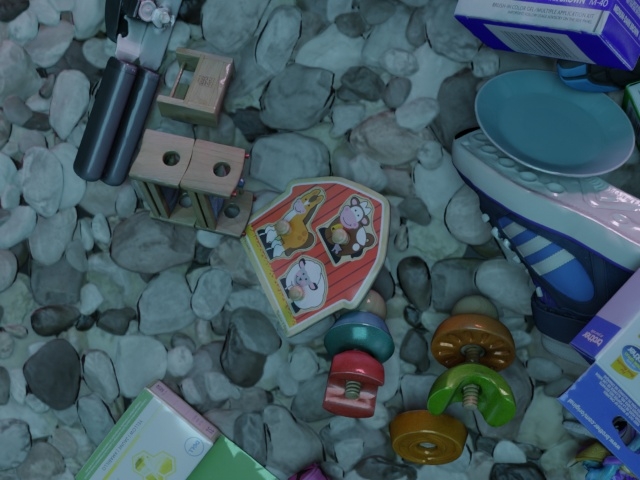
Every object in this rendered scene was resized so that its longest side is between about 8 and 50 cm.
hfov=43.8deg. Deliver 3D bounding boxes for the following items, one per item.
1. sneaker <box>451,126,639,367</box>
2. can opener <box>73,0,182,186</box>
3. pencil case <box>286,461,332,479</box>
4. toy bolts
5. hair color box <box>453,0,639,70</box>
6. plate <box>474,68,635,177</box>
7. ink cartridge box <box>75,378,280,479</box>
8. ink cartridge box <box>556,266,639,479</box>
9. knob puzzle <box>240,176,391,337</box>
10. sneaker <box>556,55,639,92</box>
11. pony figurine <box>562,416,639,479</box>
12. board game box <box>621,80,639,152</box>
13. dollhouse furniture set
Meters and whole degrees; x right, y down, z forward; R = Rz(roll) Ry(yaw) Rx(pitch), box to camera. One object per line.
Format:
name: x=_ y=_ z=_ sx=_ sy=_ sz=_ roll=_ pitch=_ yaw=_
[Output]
sneaker: x=0.266 y=0.030 z=0.950 sx=0.323 sy=0.130 sz=0.236 roll=37 pitch=136 yaw=33
can opener: x=-0.252 y=-0.210 z=1.030 sx=0.093 sy=0.074 sz=0.280 roll=23 pitch=99 yaw=39
pencil case: x=0.015 y=0.400 z=1.046 sx=0.098 sy=0.095 sz=0.209 roll=-34 pitch=89 yaw=25
toy bolts: x=0.111 y=0.156 z=1.007 sx=0.228 sy=0.158 sz=0.218 roll=14 pitch=139 yaw=-4
hair color box: x=0.297 y=-0.370 z=0.853 sx=0.185 sy=0.110 sz=0.339 roll=23 pitch=92 yaw=42
plate: x=0.269 y=-0.133 z=0.928 sx=0.188 sy=0.188 sz=0.024 roll=15 pitch=138 yaw=6
ink cartridge box: x=-0.189 y=0.328 z=1.081 sx=0.235 sy=0.056 sz=0.171 roll=39 pitch=99 yaw=4
ink cartridge box: x=0.382 y=0.089 z=0.781 sx=0.186 sy=0.065 sz=0.311 roll=43 pitch=88 yaw=-15
knob puzzle: x=0.000 y=0.000 z=0.991 sx=0.213 sy=0.030 sz=0.213 roll=-6 pitch=73 yaw=22
sneaker: x=0.418 y=-0.293 z=0.915 sx=0.341 sy=0.125 sz=0.140 roll=-29 pitch=69 yaw=9
pony figurine: x=0.496 y=0.223 z=0.895 sx=0.351 sy=0.303 sz=0.363 roll=44 pitch=105 yaw=33
board game box: x=0.535 y=-0.110 z=0.882 sx=0.316 sy=0.064 sz=0.242 roll=-17 pitch=69 yaw=9
dollhouse furniture set: x=-0.138 y=-0.120 z=1.007 sx=0.129 sy=0.129 sz=0.184 roll=13 pitch=68 yaw=6
